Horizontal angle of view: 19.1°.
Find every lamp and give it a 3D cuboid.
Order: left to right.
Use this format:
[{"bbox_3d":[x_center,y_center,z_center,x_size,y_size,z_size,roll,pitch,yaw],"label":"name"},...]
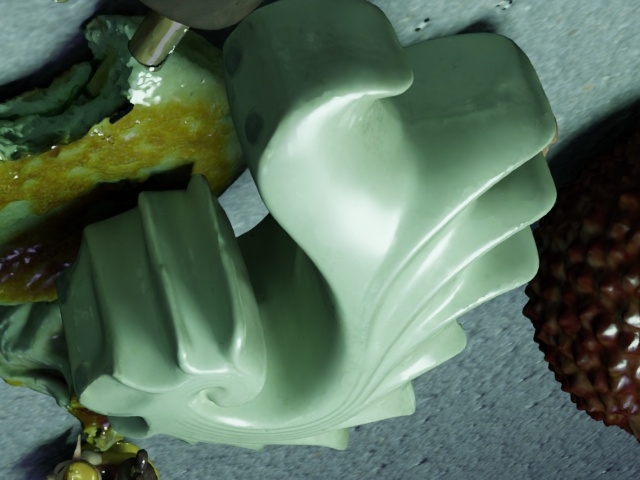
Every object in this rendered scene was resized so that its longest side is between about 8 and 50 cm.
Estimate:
[{"bbox_3d":[-0.210,0.249,1.835,0.118,0.118,0.253,-21,165,-9],"label":"lamp"}]

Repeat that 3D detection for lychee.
[{"bbox_3d":[0.334,0.034,1.687,0.306,0.306,0.330,-20,154,-12],"label":"lychee"}]

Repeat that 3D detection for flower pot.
[{"bbox_3d":[0.000,0.000,1.247,0.254,0.164,0.367,7,140,-33],"label":"flower pot"}]

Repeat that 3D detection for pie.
[{"bbox_3d":[-0.170,-0.046,1.273,0.303,0.067,0.302,-22,159,-9],"label":"pie"}]

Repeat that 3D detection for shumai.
[{"bbox_3d":[-0.160,0.088,1.490,0.184,0.142,0.184,-19,155,-9],"label":"shumai"}]

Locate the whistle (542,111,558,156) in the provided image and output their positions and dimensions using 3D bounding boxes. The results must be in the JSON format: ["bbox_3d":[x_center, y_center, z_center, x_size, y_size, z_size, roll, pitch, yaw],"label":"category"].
[{"bbox_3d":[0.122,-0.061,1.479,0.142,0.134,0.346,-68,163,-2],"label":"whistle"}]

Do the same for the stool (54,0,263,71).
[{"bbox_3d":[-0.098,-0.174,0.989,0.121,0.125,0.217,-36,146,31],"label":"stool"}]
